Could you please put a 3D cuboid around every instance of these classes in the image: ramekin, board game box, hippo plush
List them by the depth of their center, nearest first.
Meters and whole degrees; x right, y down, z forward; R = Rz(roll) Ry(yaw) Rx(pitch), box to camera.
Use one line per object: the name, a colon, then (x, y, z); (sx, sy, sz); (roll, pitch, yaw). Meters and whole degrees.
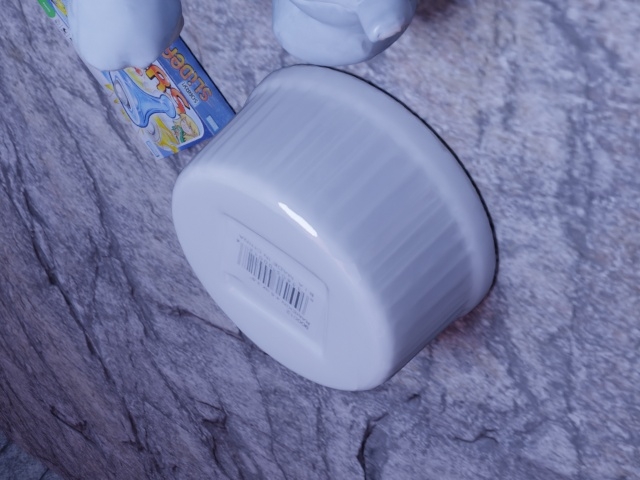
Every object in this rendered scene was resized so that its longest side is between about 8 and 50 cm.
hippo plush: (-0.032, -0.229, 0.645); (0.236, 0.234, 0.294); (11, 163, 1)
ramekin: (0.000, 0.000, 0.907); (0.277, 0.135, 0.277); (32, 148, 23)
board game box: (-0.180, -0.178, 1.017); (0.201, 0.035, 0.136); (54, 150, -14)
